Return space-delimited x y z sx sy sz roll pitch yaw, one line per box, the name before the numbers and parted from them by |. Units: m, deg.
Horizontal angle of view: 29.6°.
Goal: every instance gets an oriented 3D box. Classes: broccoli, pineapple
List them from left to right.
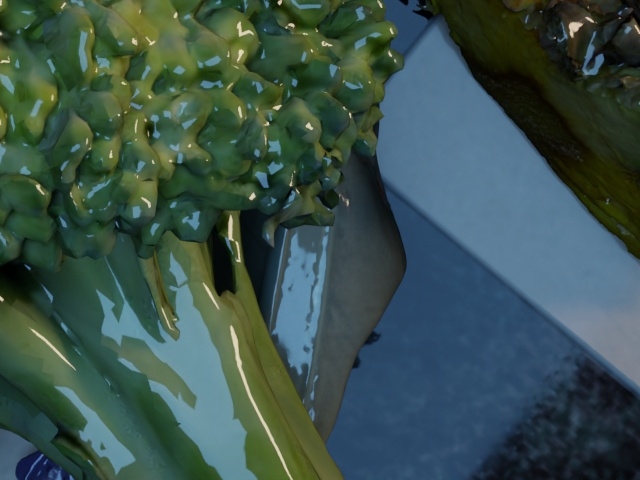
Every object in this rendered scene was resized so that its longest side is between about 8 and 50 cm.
broccoli | -0.128 0.018 0.444 0.375 0.249 0.302 -40 57 28
pineapple | 0.147 -0.103 0.533 0.140 0.164 0.250 -40 91 -2

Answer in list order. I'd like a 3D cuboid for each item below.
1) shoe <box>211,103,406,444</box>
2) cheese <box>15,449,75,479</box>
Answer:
shoe | 0.000 0.000 0.573 0.100 0.103 0.251 10 86 -29
cheese | -0.077 0.179 0.627 0.105 0.042 0.191 -27 93 3
